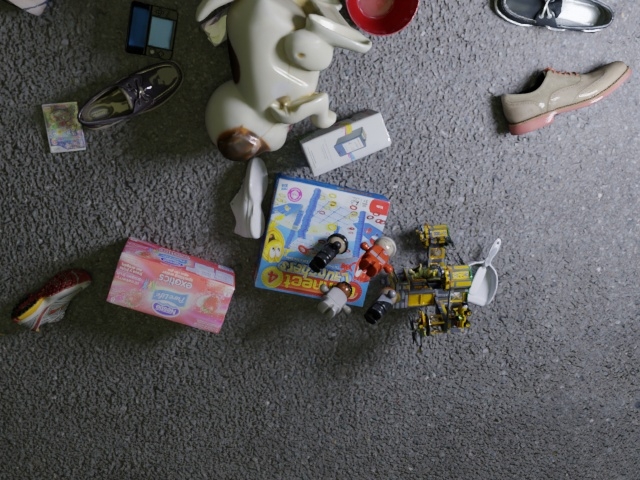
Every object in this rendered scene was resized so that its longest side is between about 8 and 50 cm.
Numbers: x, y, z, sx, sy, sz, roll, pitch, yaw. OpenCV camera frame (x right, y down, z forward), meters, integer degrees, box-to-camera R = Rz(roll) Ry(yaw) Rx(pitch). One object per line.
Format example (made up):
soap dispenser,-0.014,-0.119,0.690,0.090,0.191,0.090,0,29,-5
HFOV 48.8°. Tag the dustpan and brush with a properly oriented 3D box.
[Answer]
dustpan and brush,0.452,0.084,1.988,0.147,0.060,0.211,19,103,-12

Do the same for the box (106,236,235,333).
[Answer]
box,-0.385,0.116,1.843,0.299,0.154,0.142,18,103,-13

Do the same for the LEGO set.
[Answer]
LEGO set,0.262,0.108,1.858,0.192,0.331,0.255,-4,127,-4

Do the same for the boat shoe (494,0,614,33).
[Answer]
boat shoe,0.599,-0.595,1.797,0.302,0.091,0.114,2,105,-8

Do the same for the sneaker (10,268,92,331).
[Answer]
sneaker,-0.698,0.158,1.862,0.225,0.088,0.093,-32,128,3

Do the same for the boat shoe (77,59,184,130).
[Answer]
boat shoe,-0.466,-0.352,1.730,0.285,0.092,0.103,-25,106,0

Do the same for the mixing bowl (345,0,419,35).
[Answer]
mixing bowl,0.144,-0.596,1.736,0.181,0.098,0.182,-2,105,-6

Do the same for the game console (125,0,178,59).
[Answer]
game console,-0.407,-0.506,1.706,0.107,0.071,0.122,10,105,-10

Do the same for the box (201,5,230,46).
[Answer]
box,-0.143,-0.586,1.720,0.324,0.067,0.063,-33,108,2

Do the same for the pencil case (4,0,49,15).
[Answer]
pencil case,-0.615,-0.700,1.577,0.183,0.160,0.410,34,99,-23

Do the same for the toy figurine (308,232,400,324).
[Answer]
toy figurine,0.092,0.092,1.785,0.213,0.148,0.210,1,115,27

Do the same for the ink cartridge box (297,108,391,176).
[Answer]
ink cartridge box,0.058,-0.253,1.793,0.212,0.154,0.093,-20,106,0

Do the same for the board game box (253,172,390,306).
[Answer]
board game box,0.000,0.000,1.894,0.308,0.086,0.302,11,104,-10

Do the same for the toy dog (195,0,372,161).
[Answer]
toy dog,-0.126,-0.371,1.653,0.395,0.285,0.408,1,131,-38

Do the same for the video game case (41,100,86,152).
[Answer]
video game case,-0.644,-0.284,1.770,0.087,0.011,0.122,-7,107,-6

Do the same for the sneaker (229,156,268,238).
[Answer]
sneaker,-0.196,-0.114,1.849,0.094,0.080,0.212,6,93,33

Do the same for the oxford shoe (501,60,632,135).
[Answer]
oxford shoe,0.642,-0.403,1.845,0.348,0.123,0.130,-26,102,0
